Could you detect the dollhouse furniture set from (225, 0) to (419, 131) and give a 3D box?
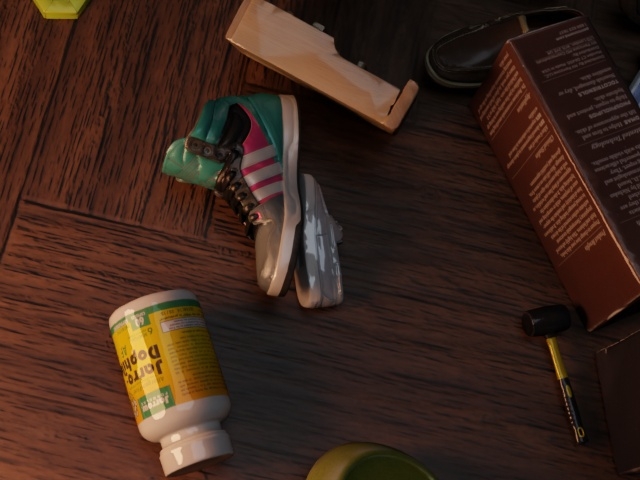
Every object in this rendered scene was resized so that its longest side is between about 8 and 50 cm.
[{"bbox_3d":[0.085,-0.376,1.482,0.256,0.362,0.394,29,94,2],"label":"dollhouse furniture set"}]

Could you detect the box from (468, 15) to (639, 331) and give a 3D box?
[{"bbox_3d":[0.364,-0.090,1.498,0.143,0.191,0.381,-19,74,-16],"label":"box"}]

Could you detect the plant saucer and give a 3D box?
[{"bbox_3d":[0.089,0.343,1.313,0.241,0.037,0.241,21,45,-23],"label":"plant saucer"}]

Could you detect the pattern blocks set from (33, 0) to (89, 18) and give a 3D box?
[{"bbox_3d":[-0.375,-0.450,1.594,0.324,0.026,0.286,-7,71,-13],"label":"pattern blocks set"}]

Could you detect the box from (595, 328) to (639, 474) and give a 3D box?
[{"bbox_3d":[0.548,0.181,1.372,0.296,0.294,0.183,-3,73,-10],"label":"box"}]

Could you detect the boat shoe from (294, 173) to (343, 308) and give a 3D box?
[{"bbox_3d":[0.000,0.000,1.474,0.063,0.066,0.184,2,66,-24],"label":"boat shoe"}]

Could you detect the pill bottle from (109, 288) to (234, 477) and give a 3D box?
[{"bbox_3d":[-0.177,0.175,1.346,0.117,0.117,0.208,-15,74,-15],"label":"pill bottle"}]

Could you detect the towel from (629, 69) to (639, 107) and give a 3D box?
[{"bbox_3d":[0.574,-0.158,1.621,0.285,0.034,0.209,32,80,2],"label":"towel"}]

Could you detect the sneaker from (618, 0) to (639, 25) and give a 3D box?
[{"bbox_3d":[0.602,-0.467,1.734,0.410,0.158,0.182,-31,49,-18],"label":"sneaker"}]

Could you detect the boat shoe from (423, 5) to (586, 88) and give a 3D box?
[{"bbox_3d":[0.271,-0.292,1.594,0.257,0.095,0.095,-18,75,-22],"label":"boat shoe"}]

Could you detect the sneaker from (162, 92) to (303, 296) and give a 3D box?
[{"bbox_3d":[-0.118,-0.071,1.442,0.178,0.124,0.296,5,61,-13],"label":"sneaker"}]

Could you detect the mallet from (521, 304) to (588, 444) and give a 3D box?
[{"bbox_3d":[0.332,0.176,1.481,0.062,0.039,0.190,-17,78,-18],"label":"mallet"}]
